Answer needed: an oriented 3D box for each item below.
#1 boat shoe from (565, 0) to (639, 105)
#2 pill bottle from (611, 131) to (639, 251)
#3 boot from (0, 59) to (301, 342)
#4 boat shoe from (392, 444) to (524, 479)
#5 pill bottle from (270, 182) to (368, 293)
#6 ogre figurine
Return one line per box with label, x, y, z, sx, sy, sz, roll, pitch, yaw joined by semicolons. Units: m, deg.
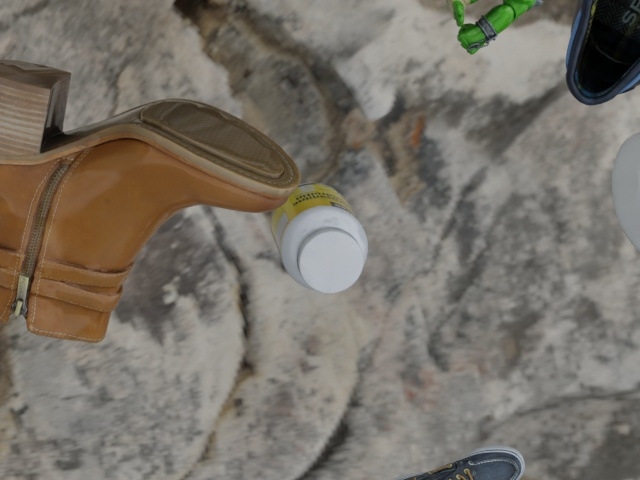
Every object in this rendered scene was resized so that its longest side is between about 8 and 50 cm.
boat shoe;0.197;-0.162;0.740;0.109;0.258;0.089;26;49;13
pill bottle;0.551;-0.083;1.800;0.204;0.361;0.204;8;77;-41
boot;-0.167;-0.008;1.192;0.284;0.109;0.220;14;113;5
boat shoe;0.171;0.311;1.832;0.183;0.083;0.065;-18;96;0
pill bottle;0.000;0.000;1.746;0.103;0.184;0.103;-2;106;-8
ogre figurine;0.204;-0.346;1.837;0.118;0.097;0.197;-19;83;-3
